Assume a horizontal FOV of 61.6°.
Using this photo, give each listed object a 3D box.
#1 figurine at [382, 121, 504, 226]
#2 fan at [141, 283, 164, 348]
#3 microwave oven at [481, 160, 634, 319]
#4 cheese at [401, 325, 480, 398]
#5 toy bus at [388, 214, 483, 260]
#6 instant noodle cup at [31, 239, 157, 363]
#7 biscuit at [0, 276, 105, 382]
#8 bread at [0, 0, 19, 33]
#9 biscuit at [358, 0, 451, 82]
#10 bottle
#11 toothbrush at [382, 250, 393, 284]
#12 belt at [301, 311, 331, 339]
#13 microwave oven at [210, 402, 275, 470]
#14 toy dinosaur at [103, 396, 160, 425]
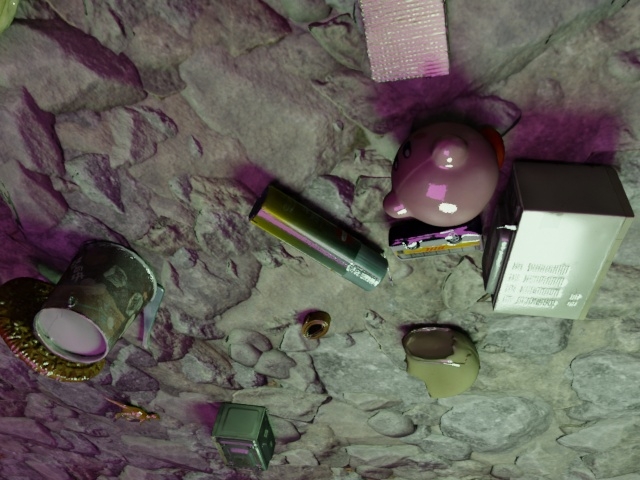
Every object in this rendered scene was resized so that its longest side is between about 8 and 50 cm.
[{"bbox_3d":[0.191,-0.103,0.848,0.174,0.173,0.173,7,134,7],"label":"figurine"},{"bbox_3d":[-0.447,0.197,1.389,0.057,0.023,0.281,20,133,-7],"label":"fan"},{"bbox_3d":[0.383,0.002,0.916,0.194,0.145,0.240,6,134,9],"label":"microwave oven"},{"bbox_3d":[0.281,0.294,1.255,0.176,0.091,0.202,1,133,15],"label":"cheese"},{"bbox_3d":[0.218,-0.005,1.012,0.172,0.057,0.072,-10,139,22],"label":"toy bus"},{"bbox_3d":[-0.511,0.144,1.209,0.218,0.207,0.217,6,127,7],"label":"instant noodle cup"},{"bbox_3d":[-0.628,0.205,1.269,0.038,0.305,0.305,-39,118,7],"label":"biscuit"},{"bbox_3d":[-0.601,-0.400,0.704,0.376,0.252,0.348,37,127,-23],"label":"bread"},{"bbox_3d":[0.117,-0.323,0.747,0.122,0.040,0.199,0,131,17],"label":"biscuit"},{"bbox_3d":[0.000,0.000,1.050,0.286,0.082,0.082,32,132,-16],"label":"bottle"},{"bbox_3d":[0.141,0.059,1.123,0.006,0.008,0.096,-14,128,8],"label":"toothbrush"},{"bbox_3d":[-0.012,0.203,1.277,0.059,0.036,0.083,34,129,-16],"label":"belt"},{"bbox_3d":[-0.235,0.614,1.657,0.163,0.129,0.204,3,134,13],"label":"microwave oven"},{"bbox_3d":[-0.617,0.554,1.761,0.127,0.039,0.161,-16,123,14],"label":"toy dinosaur"}]
